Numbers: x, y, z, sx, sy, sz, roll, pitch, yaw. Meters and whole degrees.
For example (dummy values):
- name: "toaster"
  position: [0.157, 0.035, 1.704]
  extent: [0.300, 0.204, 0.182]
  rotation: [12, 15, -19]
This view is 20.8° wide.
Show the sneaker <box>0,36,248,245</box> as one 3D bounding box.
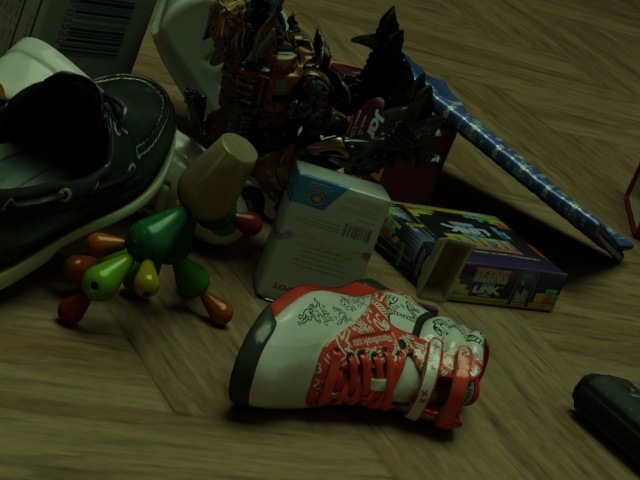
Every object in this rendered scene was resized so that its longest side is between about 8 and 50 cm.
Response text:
- name: "sneaker"
  position: [-0.207, -0.064, 1.625]
  extent: [0.290, 0.106, 0.123]
  rotation: [33, 55, 11]

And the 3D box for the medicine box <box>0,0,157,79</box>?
- name: "medicine box"
  position: [-0.315, -0.305, 1.865]
  extent: [0.149, 0.263, 0.289]
  rotation: [0, 28, -47]

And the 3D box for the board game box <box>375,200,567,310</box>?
- name: "board game box"
  position: [0.149, 0.014, 1.814]
  extent: [0.170, 0.048, 0.141]
  rotation: [7, 22, -36]

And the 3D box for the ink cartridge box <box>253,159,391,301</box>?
- name: "ink cartridge box"
  position: [0.000, 0.000, 1.580]
  extent: [0.088, 0.122, 0.052]
  rotation: [17, 15, -14]

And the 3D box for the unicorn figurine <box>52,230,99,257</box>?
- name: "unicorn figurine"
  position: [-0.260, -0.020, 1.471]
  extent: [0.162, 0.060, 0.111]
  rotation: [-19, 51, -41]

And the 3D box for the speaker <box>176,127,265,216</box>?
- name: "speaker"
  position: [-0.116, -0.060, 1.726]
  extent: [0.055, 0.055, 0.136]
  rotation: [2, 26, -44]

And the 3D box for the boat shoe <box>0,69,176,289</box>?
- name: "boat shoe"
  position: [-0.212, -0.080, 1.422]
  extent: [0.127, 0.113, 0.340]
  rotation: [31, 37, 17]

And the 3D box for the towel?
- name: "towel"
  position: [0.216, -0.104, 2.022]
  extent: [0.336, 0.040, 0.243]
  rotation: [41, 6, 19]

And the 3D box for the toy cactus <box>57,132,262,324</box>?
- name: "toy cactus"
  position: [-0.108, -0.006, 1.417]
  extent: [0.112, 0.180, 0.219]
  rotation: [51, 34, 18]

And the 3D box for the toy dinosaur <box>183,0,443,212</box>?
- name: "toy dinosaur"
  position: [-0.011, -0.116, 1.628]
  extent: [0.218, 0.322, 0.164]
  rotation: [-18, 65, -2]

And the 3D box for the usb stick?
- name: "usb stick"
  position: [0.321, 0.198, 1.491]
  extent: [0.077, 0.045, 0.278]
  rotation: [6, 24, -36]

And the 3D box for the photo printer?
- name: "photo printer"
  position: [-0.073, -0.180, 1.857]
  extent: [0.256, 0.107, 0.307]
  rotation: [58, 9, -17]

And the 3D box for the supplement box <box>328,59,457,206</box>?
- name: "supplement box"
  position: [0.064, -0.122, 2.013]
  extent: [0.080, 0.104, 0.188]
  rotation: [8, 22, -33]

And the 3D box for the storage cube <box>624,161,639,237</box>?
- name: "storage cube"
  position: [0.523, -0.078, 2.259]
  extent: [0.193, 0.184, 0.215]
  rotation: [22, 18, 0]

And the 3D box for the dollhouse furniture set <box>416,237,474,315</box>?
- name: "dollhouse furniture set"
  position: [0.091, 0.055, 1.542]
  extent: [0.091, 0.114, 0.081]
  rotation: [13, 24, -29]

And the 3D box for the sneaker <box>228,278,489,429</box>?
- name: "sneaker"
  position: [0.045, 0.100, 1.399]
  extent: [0.145, 0.090, 0.270]
  rotation: [26, 16, 21]
